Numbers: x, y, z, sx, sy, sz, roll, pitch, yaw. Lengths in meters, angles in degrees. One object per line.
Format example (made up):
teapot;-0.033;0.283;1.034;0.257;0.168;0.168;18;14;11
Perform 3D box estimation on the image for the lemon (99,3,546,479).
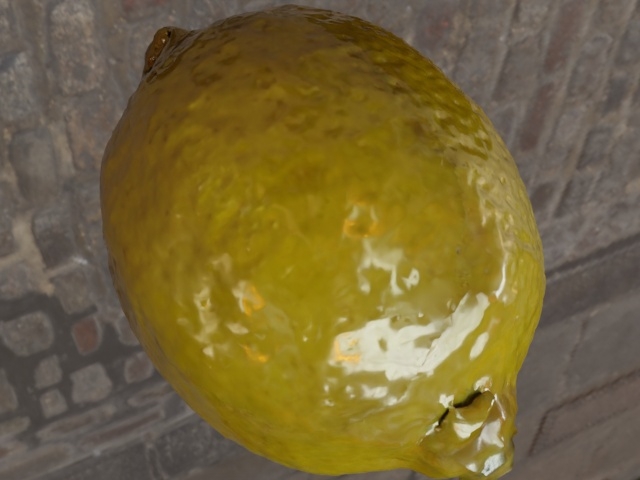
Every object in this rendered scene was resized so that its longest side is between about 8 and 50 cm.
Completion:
lemon;0.000;0.000;0.414;0.188;0.257;0.188;-33;164;-11
